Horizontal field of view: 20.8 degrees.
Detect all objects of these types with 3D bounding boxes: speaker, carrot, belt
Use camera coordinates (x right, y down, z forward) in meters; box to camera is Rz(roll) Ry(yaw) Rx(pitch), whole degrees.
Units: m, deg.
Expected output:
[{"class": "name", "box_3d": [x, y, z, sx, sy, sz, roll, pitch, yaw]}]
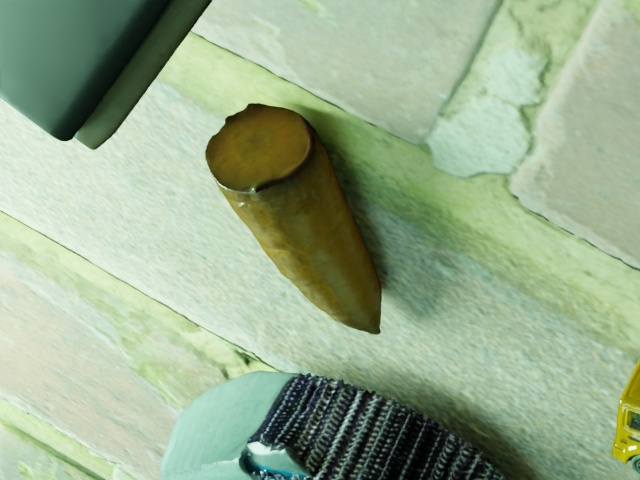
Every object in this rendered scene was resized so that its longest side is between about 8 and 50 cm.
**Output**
[{"class": "speaker", "box_3d": [-0.089, -0.185, 0.810, 0.153, 0.192, 0.231, 38, 144, -7]}, {"class": "carrot", "box_3d": [0.000, 0.000, 1.112, 0.072, 0.072, 0.205, 9, 150, 33]}, {"class": "belt", "box_3d": [0.006, 0.206, 1.332, 0.260, 0.122, 0.325, 38, 151, -23]}]

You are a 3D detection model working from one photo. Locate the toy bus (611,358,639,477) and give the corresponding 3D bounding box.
[{"class": "toy bus", "box_3d": [0.259, 0.119, 1.035, 0.162, 0.069, 0.074, 18, 144, 23]}]
